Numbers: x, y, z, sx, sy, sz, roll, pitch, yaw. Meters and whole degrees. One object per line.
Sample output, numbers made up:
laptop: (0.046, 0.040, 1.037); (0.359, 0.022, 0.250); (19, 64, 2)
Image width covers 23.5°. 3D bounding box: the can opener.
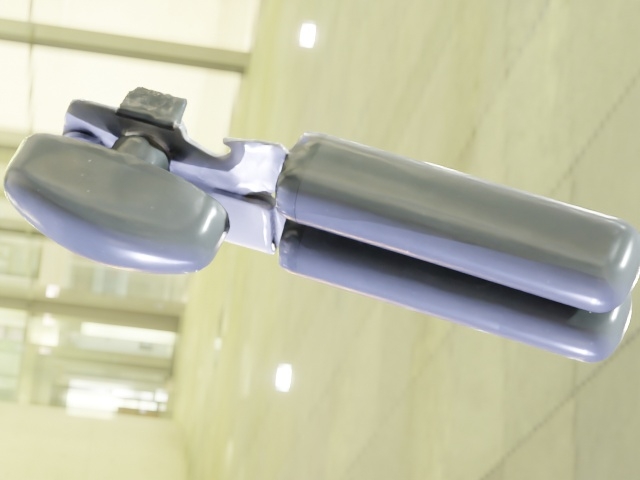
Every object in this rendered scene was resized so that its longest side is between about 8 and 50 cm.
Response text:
can opener: (0.000, 0.000, 0.690); (0.074, 0.280, 0.093); (88, -161, -52)
